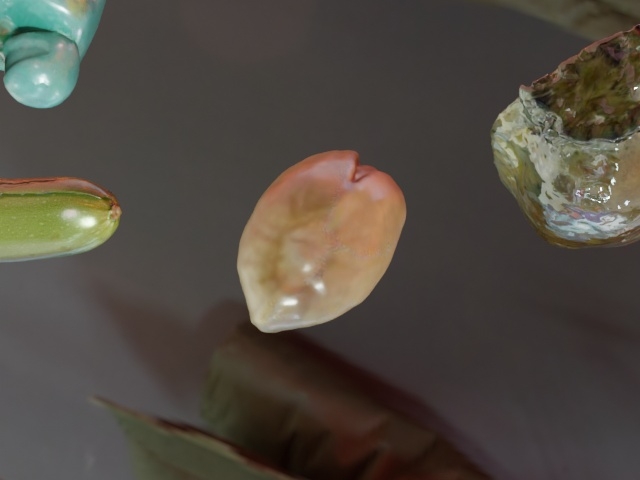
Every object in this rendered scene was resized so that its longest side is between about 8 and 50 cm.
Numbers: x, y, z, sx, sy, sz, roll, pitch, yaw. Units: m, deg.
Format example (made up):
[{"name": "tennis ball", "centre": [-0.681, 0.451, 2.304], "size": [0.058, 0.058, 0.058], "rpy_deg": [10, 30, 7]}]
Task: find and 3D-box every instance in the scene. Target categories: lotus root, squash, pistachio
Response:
[{"name": "lotus root", "centre": [0.311, -0.103, 1.590], "size": [0.267, 0.149, 0.260], "rpy_deg": [-31, 164, 2]}, {"name": "squash", "centre": [-0.353, -0.022, 1.652], "size": [0.094, 0.341, 0.094], "rpy_deg": [-1, 90, -75]}, {"name": "pistachio", "centre": [0.000, 0.000, 1.876], "size": [0.181, 0.162, 0.293], "rpy_deg": [-62, 177, 36]}]

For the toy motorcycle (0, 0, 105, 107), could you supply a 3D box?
[{"name": "toy motorcycle", "centre": [-0.194, -0.165, 0.953], "size": [0.296, 0.198, 0.109], "rpy_deg": [-44, 169, -39]}]
